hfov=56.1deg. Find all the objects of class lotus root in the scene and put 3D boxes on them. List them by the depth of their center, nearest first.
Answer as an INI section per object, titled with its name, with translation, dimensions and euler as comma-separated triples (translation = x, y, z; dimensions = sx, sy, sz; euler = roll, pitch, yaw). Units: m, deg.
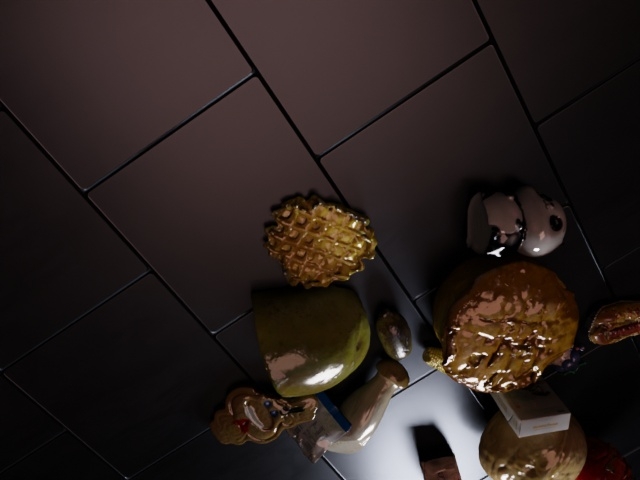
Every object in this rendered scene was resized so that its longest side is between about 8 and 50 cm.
[lotus root]
translation = 0.207, 0.263, 1.663
dimensions = 0.089, 0.080, 0.179
euler = -22, 115, 3

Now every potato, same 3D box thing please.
[potato]
translation = 0.003, 0.276, 1.565
dimensions = 0.280, 0.213, 0.330
euler = -19, 117, 0

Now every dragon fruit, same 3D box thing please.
[dragon fruit]
translation = 0.849, 0.735, 1.890
dimensions = 0.240, 0.252, 0.241
euler = -22, 145, -16

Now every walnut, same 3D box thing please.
[walnut]
translation = 0.634, 0.625, 1.804
dimensions = 0.277, 0.252, 0.313
euler = 12, 119, -27

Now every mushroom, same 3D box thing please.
[mushroom]
translation = 0.127, 0.492, 1.735
dimensions = 0.128, 0.128, 0.350
euler = 32, 101, -21

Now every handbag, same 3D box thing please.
[handbag]
translation = 0.388, 0.772, 1.874
dimensions = 0.116, 0.179, 0.205
euler = -14, 115, 5

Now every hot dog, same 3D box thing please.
[hot dog]
translation = 0.906, 0.236, 1.772
dimensions = 0.252, 0.069, 0.131
euler = -10, 114, -6

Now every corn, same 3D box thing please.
[corn]
translation = 0.388, 0.363, 1.745
dimensions = 0.206, 0.067, 0.067
euler = 23, 108, -18

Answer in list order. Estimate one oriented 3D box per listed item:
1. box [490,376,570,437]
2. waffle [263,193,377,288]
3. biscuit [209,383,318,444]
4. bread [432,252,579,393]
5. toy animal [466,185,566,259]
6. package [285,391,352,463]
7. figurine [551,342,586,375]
[box]
translation = 0.590, 0.455, 1.727
dimensions = 0.149, 0.233, 0.067
euler = -8, 115, -6
[waffle]
translation = 0.001, 0.002, 1.522
dimensions = 0.280, 0.060, 0.262
euler = -21, 116, 1
[biscuit]
translation = -0.162, 0.490, 1.698
dimensions = 0.319, 0.047, 0.184
euler = -6, 109, 4
[bread]
translation = 0.481, 0.218, 1.617
dimensions = 0.397, 0.215, 0.398
euler = -3, 116, -7
[toy animal]
translation = 0.501, -0.043, 1.521
dimensions = 0.235, 0.187, 0.165
euler = -4, 148, -4
[package]
translation = -0.019, 0.520, 1.719
dimensions = 0.173, 0.027, 0.171
euler = -46, 68, 11
[figurine]
translation = 0.698, 0.319, 1.761
dimensions = 0.111, 0.102, 0.195
euler = -37, 112, 22
